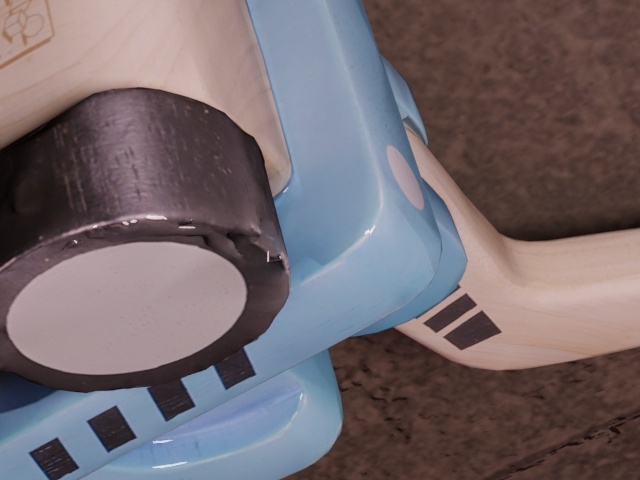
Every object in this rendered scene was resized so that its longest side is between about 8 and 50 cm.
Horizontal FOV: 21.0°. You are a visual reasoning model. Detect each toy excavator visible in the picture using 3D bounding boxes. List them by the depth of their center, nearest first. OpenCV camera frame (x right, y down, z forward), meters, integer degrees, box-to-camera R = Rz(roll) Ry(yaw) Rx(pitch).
[{"bbox_3d":[0.000,0.000,0.744,0.433,0.222,0.445,-28,146,17],"label":"toy excavator"}]
